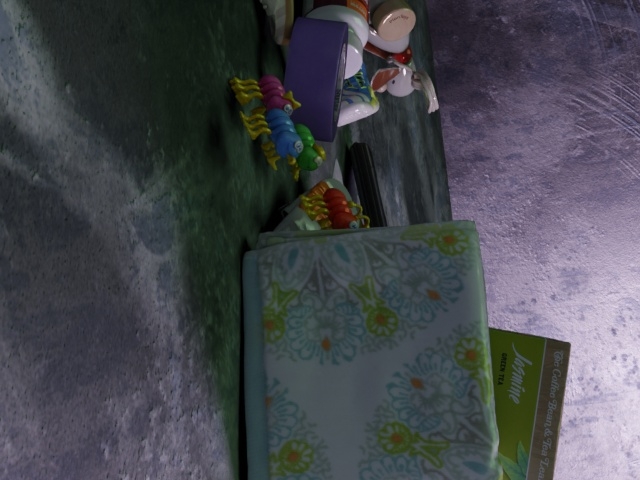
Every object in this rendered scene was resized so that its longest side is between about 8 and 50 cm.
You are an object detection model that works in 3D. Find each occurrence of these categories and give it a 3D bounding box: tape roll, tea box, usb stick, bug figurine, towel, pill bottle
[{"bbox_3d":[-0.007,-0.252,1.817,0.189,0.080,0.189,7,90,-86],"label":"tape roll"},{"bbox_3d":[0.170,0.256,1.688,0.329,0.323,0.220,86,15,-73],"label":"tea box"},{"bbox_3d":[0.097,-0.077,2.254,0.077,0.045,0.278,81,-1,-50],"label":"usb stick"},{"bbox_3d":[-0.029,-0.122,1.596,0.279,0.072,0.216,53,9,-50],"label":"bug figurine"},{"bbox_3d":[0.062,0.158,1.501,0.090,0.320,0.375,65,21,-69],"label":"towel"},{"bbox_3d":[0.026,-0.398,2.048,0.121,0.121,0.221,65,22,-53],"label":"pill bottle"}]

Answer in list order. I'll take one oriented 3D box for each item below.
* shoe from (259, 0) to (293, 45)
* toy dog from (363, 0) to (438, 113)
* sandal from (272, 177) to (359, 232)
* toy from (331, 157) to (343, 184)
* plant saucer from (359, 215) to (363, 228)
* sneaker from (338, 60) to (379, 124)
[{"bbox_3d":[-0.078,-0.408,1.780,0.076,0.058,0.219,-139,-135,-80],"label":"shoe"},{"bbox_3d":[0.108,-0.397,2.350,0.220,0.161,0.334,-113,-177,-55],"label":"toy dog"},{"bbox_3d":[-0.035,-0.012,1.735,0.265,0.076,0.102,-39,108,-50],"label":"sandal"},{"bbox_3d":[0.000,0.000,1.887,0.137,0.056,0.237,71,23,-54],"label":"toy"},{"bbox_3d":[0.057,0.062,2.134,0.241,0.037,0.241,-6,90,-78],"label":"plant saucer"},{"bbox_3d":[0.053,-0.292,2.222,0.240,0.091,0.126,-55,125,-81],"label":"sneaker"}]
